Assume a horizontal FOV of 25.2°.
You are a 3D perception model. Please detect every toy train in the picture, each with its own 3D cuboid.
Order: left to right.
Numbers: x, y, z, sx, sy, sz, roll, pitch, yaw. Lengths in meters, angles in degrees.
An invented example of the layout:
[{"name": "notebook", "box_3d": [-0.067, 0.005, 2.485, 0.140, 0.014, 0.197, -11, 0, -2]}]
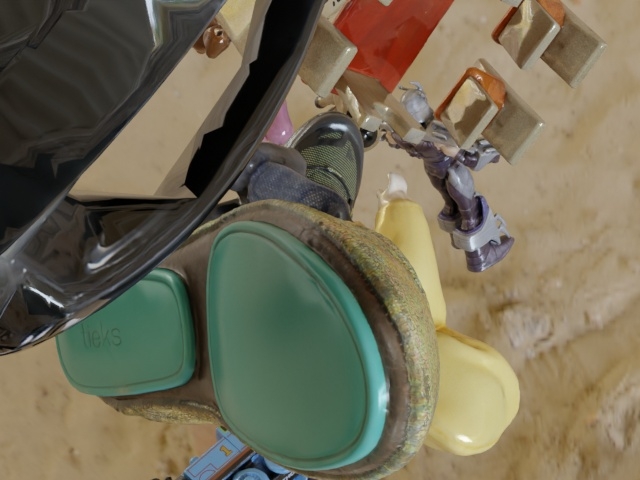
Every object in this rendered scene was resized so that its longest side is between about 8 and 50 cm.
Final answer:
[{"name": "toy train", "box_3d": [-0.094, 0.258, 1.547, 0.184, 0.080, 0.105, -39, 57, -23]}]

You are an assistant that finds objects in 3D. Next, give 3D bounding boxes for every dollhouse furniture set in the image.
[{"name": "dollhouse furniture set", "box_3d": [0.082, -0.203, 0.990, 0.259, 0.262, 0.135, -54, 46, 22]}]

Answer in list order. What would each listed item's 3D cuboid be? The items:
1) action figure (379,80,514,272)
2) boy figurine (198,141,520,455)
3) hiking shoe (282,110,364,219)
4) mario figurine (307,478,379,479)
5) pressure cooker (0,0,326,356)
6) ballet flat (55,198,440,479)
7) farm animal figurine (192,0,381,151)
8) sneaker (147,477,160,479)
[{"name": "action figure", "box_3d": [0.161, -0.097, 1.846, 0.099, 0.285, 0.185, -40, 39, -14]}, {"name": "boy figurine", "box_3d": [0.031, 0.039, 1.012, 0.285, 0.092, 0.177, 41, 116, 33]}, {"name": "hiking shoe", "box_3d": [0.000, 0.000, 1.159, 0.114, 0.086, 0.227, -1, 67, 57]}, {"name": "mario figurine", "box_3d": [0.029, 0.144, 1.676, 0.198, 0.170, 0.320, 2, 91, 3]}, {"name": "pressure cooker", "box_3d": [-0.168, -0.179, 0.480, 0.370, 0.420, 0.375, -49, 25, 10]}, {"name": "ballet flat", "box_3d": [-0.019, 0.040, 0.690, 0.348, 0.123, 0.123, -3, 52, 59]}, {"name": "farm animal figurine", "box_3d": [-0.018, -0.297, 1.994, 0.330, 0.172, 0.326, 33, 62, -17]}, {"name": "sneaker", "box_3d": [-0.144, 0.283, 1.248, 0.085, 0.058, 0.152, -17, 73, 1]}]
